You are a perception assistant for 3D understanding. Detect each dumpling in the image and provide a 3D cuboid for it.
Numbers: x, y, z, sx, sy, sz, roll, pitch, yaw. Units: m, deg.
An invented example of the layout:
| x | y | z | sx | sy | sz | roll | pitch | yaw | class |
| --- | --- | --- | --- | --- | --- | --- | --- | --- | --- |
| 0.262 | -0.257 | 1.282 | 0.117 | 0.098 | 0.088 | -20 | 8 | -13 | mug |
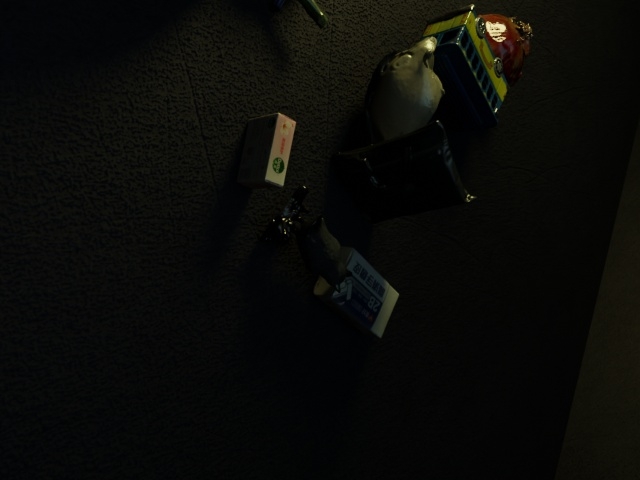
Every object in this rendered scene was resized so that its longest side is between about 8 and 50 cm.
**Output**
| x | y | z | sx | sy | sz | roll | pitch | yaw | class |
| --- | --- | --- | --- | --- | --- | --- | --- | --- | --- |
| 0.175 | -0.317 | 1.092 | 0.163 | 0.205 | 0.293 | 18 | 109 | -9 | dumpling |

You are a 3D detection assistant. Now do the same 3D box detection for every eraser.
| x | y | z | sx | sy | sz | roll | pitch | yaw | class |
| --- | --- | --- | --- | --- | --- | --- | --- | --- | --- |
| 0.086 | 0.119 | 1.076 | 0.210 | 0.067 | 0.125 | 44 | 63 | -38 | eraser |

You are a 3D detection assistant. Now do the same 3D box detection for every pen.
| x | y | z | sx | sy | sz | roll | pitch | yaw | class |
| --- | --- | --- | --- | --- | --- | --- | --- | --- | --- |
| -0.047 | -0.524 | 0.937 | 0.025 | 0.025 | 0.204 | 39 | 67 | -39 | pen |

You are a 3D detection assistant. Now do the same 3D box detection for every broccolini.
| x | y | z | sx | sy | sz | roll | pitch | yaw | class |
| --- | --- | --- | --- | --- | --- | --- | --- | --- | --- |
| -0.055 | -0.489 | 0.880 | 0.058 | 0.067 | 0.216 | -43 | 115 | 15 | broccolini |

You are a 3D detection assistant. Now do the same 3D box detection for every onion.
| x | y | z | sx | sy | sz | roll | pitch | yaw | class |
| --- | --- | --- | --- | --- | --- | --- | --- | --- | --- |
| 0.533 | -0.560 | 1.397 | 0.230 | 0.163 | 0.230 | 31 | 51 | -47 | onion |

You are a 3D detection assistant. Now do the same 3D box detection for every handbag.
| x | y | z | sx | sy | sz | roll | pitch | yaw | class |
| --- | --- | --- | --- | --- | --- | --- | --- | --- | --- |
| 0.174 | -0.136 | 1.024 | 0.211 | 0.254 | 0.089 | 52 | 43 | -31 | handbag |

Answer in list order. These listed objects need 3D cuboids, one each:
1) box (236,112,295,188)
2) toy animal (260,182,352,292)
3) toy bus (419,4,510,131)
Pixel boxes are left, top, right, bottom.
| x | y | z | sx | sy | sz | roll | pitch | yaw | class |
| --- | --- | --- | --- | --- | --- | --- | --- | --- | --- |
| -0.098 | -0.158 | 0.863 | 0.043 | 0.089 | 0.125 | 17 | 82 | -44 | box |
| 0.004 | 0.002 | 0.925 | 0.210 | 0.117 | 0.121 | 44 | 56 | -16 | toy animal |
| 0.381 | -0.445 | 1.282 | 0.287 | 0.138 | 0.175 | 44 | 62 | -37 | toy bus |
